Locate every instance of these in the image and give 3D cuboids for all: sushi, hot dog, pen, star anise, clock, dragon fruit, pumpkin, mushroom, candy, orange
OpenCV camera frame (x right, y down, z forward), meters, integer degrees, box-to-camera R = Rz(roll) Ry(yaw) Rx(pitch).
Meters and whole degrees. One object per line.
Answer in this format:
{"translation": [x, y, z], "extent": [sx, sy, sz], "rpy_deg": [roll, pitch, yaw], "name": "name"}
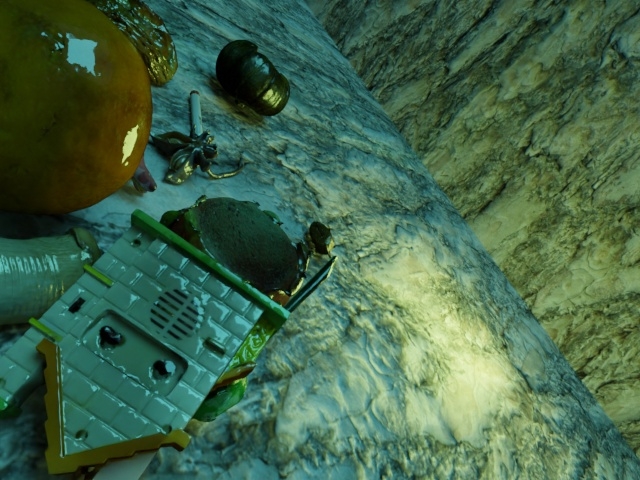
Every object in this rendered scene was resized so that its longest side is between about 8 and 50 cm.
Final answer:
{"translation": [0.004, -0.001, 1.149], "extent": [0.060, 0.061, 0.118], "rpy_deg": [70, 8, -45], "name": "sushi"}
{"translation": [-0.430, -0.472, 1.049], "extent": [0.259, 0.114, 0.175], "rpy_deg": [27, 34, -35], "name": "hot dog"}
{"translation": [-0.298, -0.294, 1.114], "extent": [0.026, 0.026, 0.218], "rpy_deg": [26, 35, -38], "name": "pen"}
{"translation": [-0.258, -0.169, 1.020], "extent": [0.148, 0.219, 0.227], "rpy_deg": [24, -22, 15], "name": "star anise"}
{"translation": [-0.198, 0.132, 0.514], "extent": [0.219, 0.106, 0.255], "rpy_deg": [35, 59, -1], "name": "clock"}
{"translation": [-0.146, 0.031, 0.793], "extent": [0.268, 0.130, 0.295], "rpy_deg": [51, 26, 4], "name": "dragon fruit"}
{"translation": [-0.199, -0.461, 1.339], "extent": [0.238, 0.159, 0.238], "rpy_deg": [43, 5, -4], "name": "pumpkin"}
{"translation": [-0.379, 0.053, 0.461], "extent": [0.351, 0.094, 0.123], "rpy_deg": [-20, 89, -60], "name": "mushroom"}
{"translation": [-0.075, 0.126, 0.676], "extent": [0.097, 0.097, 0.323], "rpy_deg": [48, 61, -1], "name": "candy"}
{"translation": [-0.354, -0.173, 0.585], "extent": [0.284, 0.283, 0.226], "rpy_deg": [54, 14, 10], "name": "orange"}

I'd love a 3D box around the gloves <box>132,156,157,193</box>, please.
{"translation": [-0.361, -0.178, 0.765], "extent": [0.241, 0.126, 0.145], "rpy_deg": [37, 23, -6], "name": "gloves"}
